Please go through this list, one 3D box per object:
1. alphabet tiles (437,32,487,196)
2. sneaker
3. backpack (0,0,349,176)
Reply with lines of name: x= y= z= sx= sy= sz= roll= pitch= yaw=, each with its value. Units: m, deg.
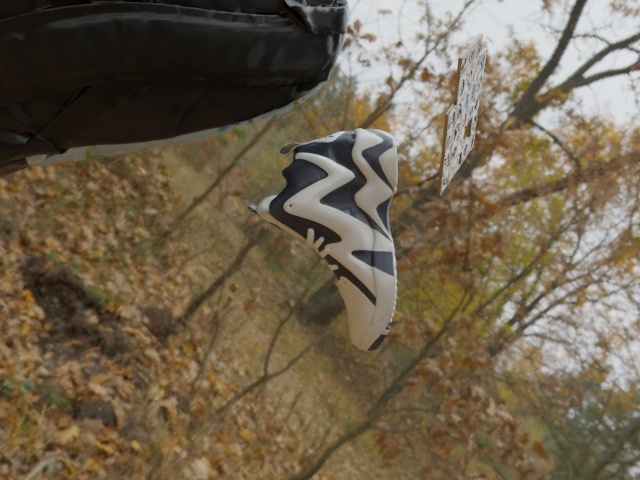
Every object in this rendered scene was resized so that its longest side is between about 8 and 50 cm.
alphabet tiles: x=0.245 y=-0.222 z=1.199 sx=0.009 sy=0.198 sz=0.237 roll=16 pitch=-50 yaw=22
sneaker: x=0.000 y=0.000 z=0.739 sx=0.094 sy=0.153 sz=0.234 roll=-105 pitch=-164 yaw=-79
backpack: x=-0.153 y=-0.221 z=0.636 sx=0.273 sy=0.356 sz=0.290 roll=-118 pitch=-160 yaw=-72
